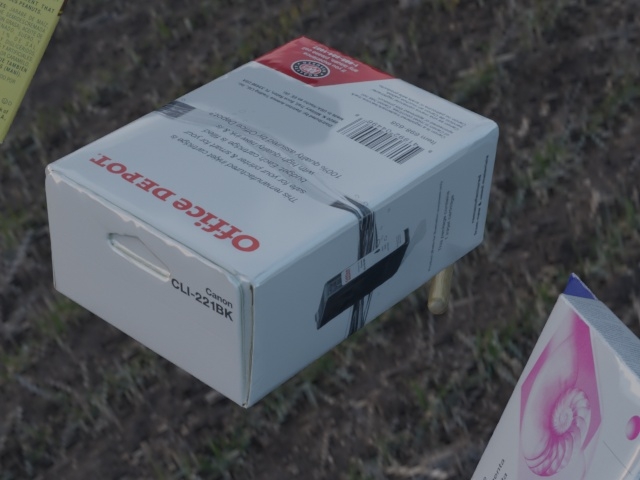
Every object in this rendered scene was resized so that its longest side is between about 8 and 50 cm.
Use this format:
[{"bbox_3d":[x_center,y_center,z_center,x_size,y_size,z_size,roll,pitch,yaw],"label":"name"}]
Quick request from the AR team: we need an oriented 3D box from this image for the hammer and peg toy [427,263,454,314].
[{"bbox_3d":[0.000,0.000,1.724,0.361,0.127,0.266,-11,18,1],"label":"hammer and peg toy"}]

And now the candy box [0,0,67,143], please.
[{"bbox_3d":[-0.155,-0.154,0.831,0.186,0.053,0.109,-63,15,9],"label":"candy box"}]

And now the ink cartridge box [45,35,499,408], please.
[{"bbox_3d":[-0.033,-0.024,1.112,0.197,0.114,0.273,28,42,31],"label":"ink cartridge box"}]

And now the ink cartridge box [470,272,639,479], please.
[{"bbox_3d":[0.204,0.225,1.432,0.071,0.324,0.330,17,16,-21],"label":"ink cartridge box"}]
